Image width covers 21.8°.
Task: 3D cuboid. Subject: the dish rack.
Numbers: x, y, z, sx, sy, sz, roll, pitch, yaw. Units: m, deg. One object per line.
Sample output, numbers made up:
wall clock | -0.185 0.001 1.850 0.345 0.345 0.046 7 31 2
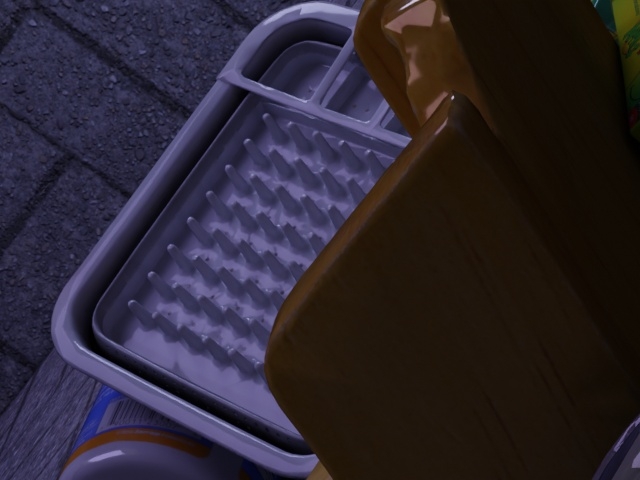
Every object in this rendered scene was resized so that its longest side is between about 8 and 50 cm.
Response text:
dish rack | 0.000 0.000 1.149 0.285 0.072 0.333 23 69 34

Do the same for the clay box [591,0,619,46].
clay box | 0.201 -0.173 1.190 0.127 0.053 0.222 -39 18 55

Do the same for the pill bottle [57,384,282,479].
pill bottle | -0.094 0.135 1.253 0.152 0.152 0.272 -48 13 31

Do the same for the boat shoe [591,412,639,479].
boat shoe | 0.202 0.028 0.475 0.324 0.123 0.116 -58 17 16

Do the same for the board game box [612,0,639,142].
board game box | 0.197 -0.076 0.823 0.043 0.092 0.181 -48 13 25

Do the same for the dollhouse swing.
dollhouse swing | 0.015 0.049 0.768 0.305 0.315 0.347 -28 22 21
